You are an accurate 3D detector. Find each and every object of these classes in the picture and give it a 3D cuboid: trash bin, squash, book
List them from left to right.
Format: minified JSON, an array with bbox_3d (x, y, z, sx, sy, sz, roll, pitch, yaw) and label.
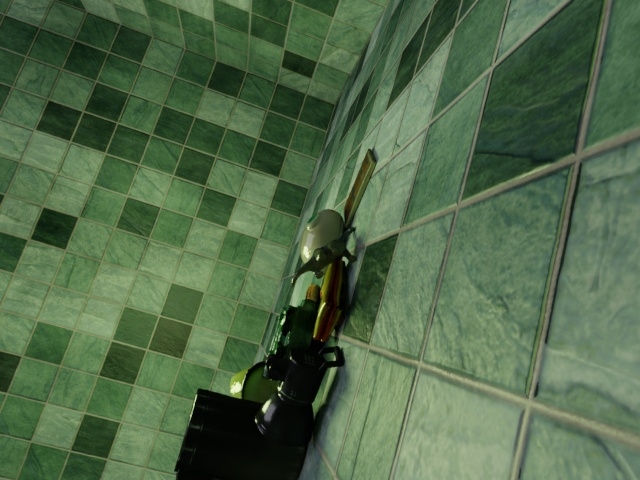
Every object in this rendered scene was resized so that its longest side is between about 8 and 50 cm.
[{"bbox_3d":[-0.200,0.521,1.156,0.202,0.302,0.251,119,164,-48],"label":"trash bin"},{"bbox_3d":[-0.196,0.499,1.395,0.133,0.220,0.220,-26,34,30],"label":"squash"},{"bbox_3d":[0.127,-0.178,1.501,0.170,0.018,0.241,-89,19,-65],"label":"book"}]

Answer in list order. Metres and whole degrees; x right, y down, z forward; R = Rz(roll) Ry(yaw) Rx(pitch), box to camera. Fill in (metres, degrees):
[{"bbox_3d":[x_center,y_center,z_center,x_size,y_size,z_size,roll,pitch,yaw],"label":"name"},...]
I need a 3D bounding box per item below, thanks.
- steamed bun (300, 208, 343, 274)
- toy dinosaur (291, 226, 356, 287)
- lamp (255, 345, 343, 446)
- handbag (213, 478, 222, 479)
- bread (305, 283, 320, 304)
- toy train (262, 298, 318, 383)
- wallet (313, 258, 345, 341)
[{"bbox_3d":[0.000,0.000,1.518,0.177,0.131,0.227,119,162,-76],"label":"steamed bun"},{"bbox_3d":[0.010,0.041,1.308,0.248,0.075,0.188,-32,17,0],"label":"toy dinosaur"},{"bbox_3d":[-0.062,0.351,1.073,0.147,0.172,0.227,-103,30,-77],"label":"lamp"},{"bbox_3d":[-0.342,0.915,1.462,0.340,0.240,0.247,-80,15,-50],"label":"handbag"},{"bbox_3d":[-0.031,0.207,1.589,0.072,0.053,0.105,115,165,-59],"label":"bread"},{"bbox_3d":[-0.075,0.309,1.335,0.202,0.145,0.265,119,167,-66],"label":"toy train"},{"bbox_3d":[0.032,0.165,1.255,0.241,0.067,0.141,-78,5,-61],"label":"wallet"}]
